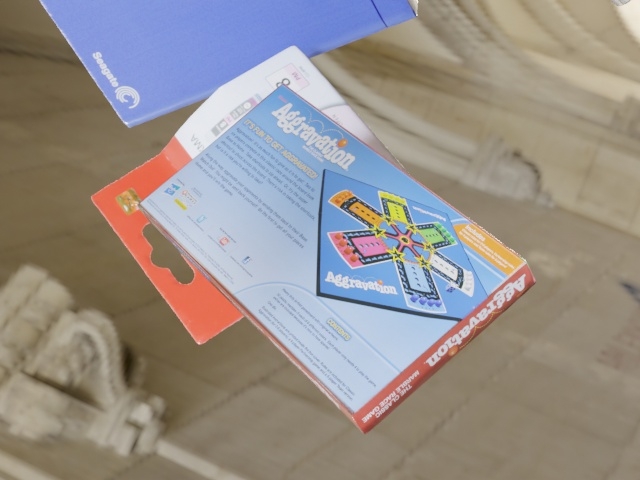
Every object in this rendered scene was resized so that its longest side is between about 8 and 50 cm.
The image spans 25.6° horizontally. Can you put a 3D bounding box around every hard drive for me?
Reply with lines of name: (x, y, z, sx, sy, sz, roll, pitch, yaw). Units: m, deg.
hard drive: (-0.097, -0.244, 1.326, 0.210, 0.318, 0.040, 58, -156, -33)

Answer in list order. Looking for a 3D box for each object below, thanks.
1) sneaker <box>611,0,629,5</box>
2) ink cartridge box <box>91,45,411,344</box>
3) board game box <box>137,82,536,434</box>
sneaker: (0.171, -0.201, 0.731, 0.083, 0.084, 0.215, -35, -21, -13)
ink cartridge box: (-0.061, -0.046, 1.256, 0.232, 0.189, 0.066, -31, -24, -19)
board game box: (0.000, 0.000, 0.951, 0.145, 0.281, 0.027, -41, -45, -8)
